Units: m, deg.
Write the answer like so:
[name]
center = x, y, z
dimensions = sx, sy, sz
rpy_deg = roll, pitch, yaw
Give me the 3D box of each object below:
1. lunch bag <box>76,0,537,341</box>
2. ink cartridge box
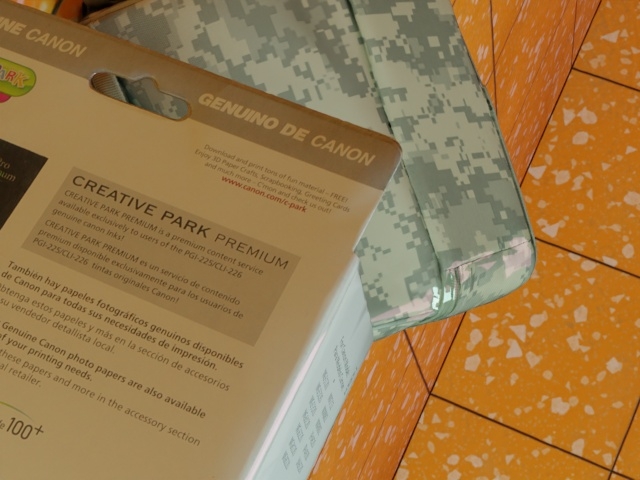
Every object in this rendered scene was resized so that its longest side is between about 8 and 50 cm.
[lunch bag]
center = -0.026, -0.058, 0.912
dimensions = 0.256, 0.212, 0.305
rpy_deg = -18, 91, -36
[ink cartridge box]
center = -0.138, 0.033, 0.688
dimensions = 0.272, 0.309, 0.130
rpy_deg = -62, 164, -21
